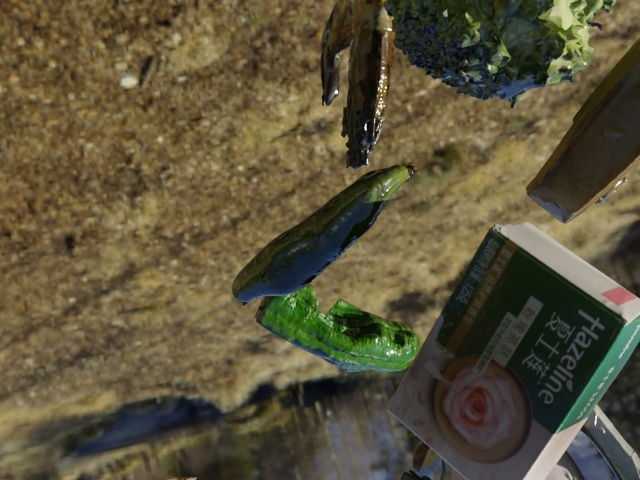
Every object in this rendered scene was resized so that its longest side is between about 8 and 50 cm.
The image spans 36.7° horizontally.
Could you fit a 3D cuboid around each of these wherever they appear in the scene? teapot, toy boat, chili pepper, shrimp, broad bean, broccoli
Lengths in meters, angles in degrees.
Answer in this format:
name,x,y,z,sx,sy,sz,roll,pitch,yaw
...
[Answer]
name,x,y,z,sx,sy,sz,roll,pitch,yaw
teapot,0.219,0.262,1.034,0.222,0.178,0.163,-27,179,36
toy boat,0.338,-0.147,1.030,0.310,0.089,0.115,-56,180,32
chili pepper,0.023,0.126,1.314,0.253,0.099,0.083,24,122,-29
shrimp,0.055,-0.296,1.661,0.071,0.364,0.233,6,173,-25
broad bean,0.000,-0.002,0.805,0.195,0.046,0.061,-38,168,11
broccoli,0.217,-0.320,1.017,0.275,0.353,0.397,24,160,4

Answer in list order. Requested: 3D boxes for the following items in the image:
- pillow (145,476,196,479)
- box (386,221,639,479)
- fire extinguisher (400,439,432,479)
name,x,y,z,sx,sy,sz,roll,pitch,yaw
pillow,-0.259,0.349,1.195,0.211,0.034,0.135,-40,154,26
box,0.162,0.101,0.798,0.081,0.135,0.199,-8,129,-52
fire extinguisher,0.236,0.309,1.446,0.337,0.147,0.106,-43,139,-41
